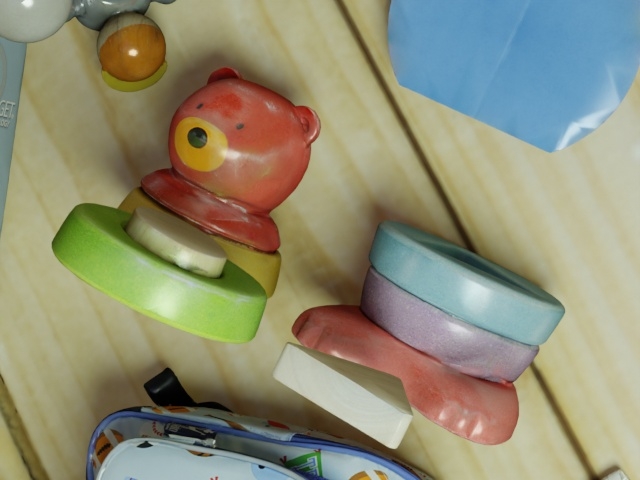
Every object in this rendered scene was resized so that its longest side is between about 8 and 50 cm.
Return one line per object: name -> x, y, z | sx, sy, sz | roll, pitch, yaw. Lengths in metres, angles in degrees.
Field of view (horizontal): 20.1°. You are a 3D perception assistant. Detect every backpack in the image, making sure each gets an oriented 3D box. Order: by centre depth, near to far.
backpack -> -0.030, 0.231, 1.153 | 0.263, 0.213, 0.276 | 7, 87, 8

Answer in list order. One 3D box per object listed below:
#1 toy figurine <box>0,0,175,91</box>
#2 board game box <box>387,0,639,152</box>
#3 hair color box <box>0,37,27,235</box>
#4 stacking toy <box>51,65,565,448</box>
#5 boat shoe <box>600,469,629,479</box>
toy figurine -> -0.116, -0.205, 1.188 | 0.213, 0.209, 0.148 | -28, 68, 15
board game box -> 0.131, -0.141, 1.198 | 0.168, 0.033, 0.133 | 25, 96, 9
hair color box -> -0.327, -0.069, 1.304 | 0.185, 0.113, 0.374 | 8, 91, 18
stacking toy -> 0.000, 0.000, 1.110 | 0.309, 0.279, 0.130 | 27, 98, 13
boat shoe -> 0.214, 0.190, 1.156 | 0.035, 0.035, 0.100 | -44, 69, 15
